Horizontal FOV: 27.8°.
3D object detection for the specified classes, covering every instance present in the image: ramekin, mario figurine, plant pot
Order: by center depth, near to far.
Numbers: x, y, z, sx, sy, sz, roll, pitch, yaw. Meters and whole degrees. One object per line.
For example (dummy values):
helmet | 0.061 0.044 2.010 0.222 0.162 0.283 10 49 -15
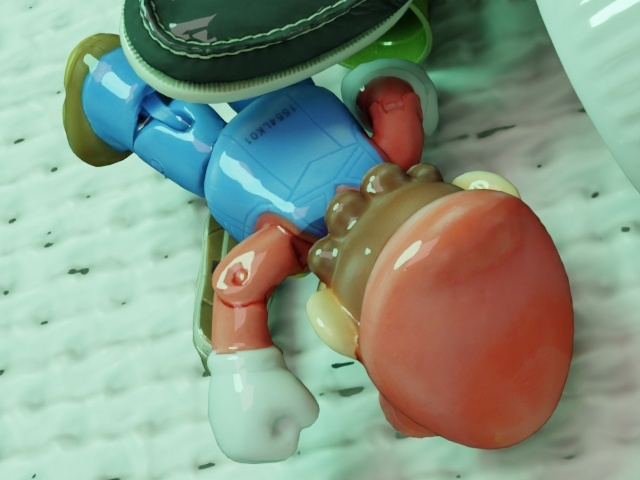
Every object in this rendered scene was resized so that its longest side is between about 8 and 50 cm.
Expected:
ramekin | 0.181 -0.103 0.603 0.109 0.207 0.207 -27 59 24
mario figurine | 0.000 0.000 0.696 0.320 0.170 0.198 43 108 29
plant pot | 0.036 -0.156 0.775 0.083 0.083 0.079 3 57 27

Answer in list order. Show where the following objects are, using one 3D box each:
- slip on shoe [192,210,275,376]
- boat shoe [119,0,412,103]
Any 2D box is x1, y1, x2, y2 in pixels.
slip on shoe | -0.046 0.018 0.753 0.051 0.041 0.135 8 54 -3
boat shoe | 0.045 -0.193 0.625 0.340 0.113 0.127 -31 80 -9
